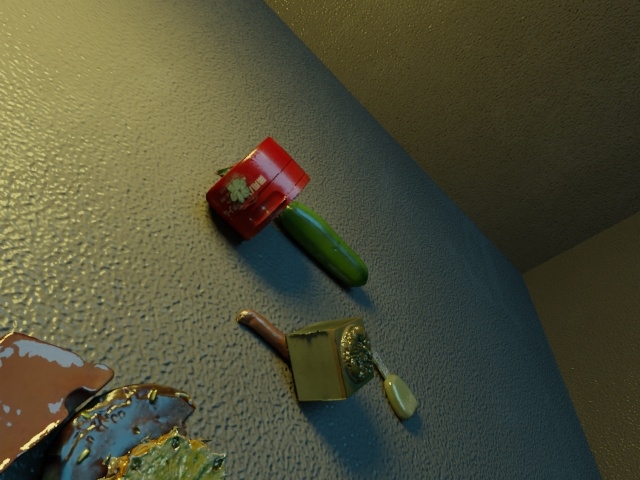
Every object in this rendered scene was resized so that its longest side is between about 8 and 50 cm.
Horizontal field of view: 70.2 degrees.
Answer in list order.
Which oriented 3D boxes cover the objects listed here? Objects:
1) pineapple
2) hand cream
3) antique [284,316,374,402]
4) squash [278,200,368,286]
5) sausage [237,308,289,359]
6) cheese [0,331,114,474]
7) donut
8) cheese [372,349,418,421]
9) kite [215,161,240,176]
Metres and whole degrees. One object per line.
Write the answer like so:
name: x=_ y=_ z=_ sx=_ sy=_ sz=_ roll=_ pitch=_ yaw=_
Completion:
pineapple: x=-0.183 y=0.330 z=0.525 sx=0.221 sy=0.047 sz=0.221 roll=24 pitch=53 yaw=-37
hand cream: x=-0.149 y=-0.125 z=1.085 sx=0.149 sy=0.230 sz=0.230 roll=47 pitch=29 yaw=-10
antique: x=0.027 y=0.249 z=0.975 sx=0.152 sy=0.147 sz=0.147 roll=-6 pitch=85 yaw=-61
squash: x=0.000 y=0.000 z=1.296 sx=0.378 sy=0.101 sz=0.101 roll=42 pitch=31 yaw=-18
sausage: x=-0.112 y=0.198 z=0.977 sx=0.158 sy=0.036 sz=0.042 roll=42 pitch=23 yaw=-18
cheese: x=-0.384 y=0.167 z=0.516 sx=0.177 sy=0.128 sz=0.203 roll=51 pitch=30 yaw=-5
donut: x=-0.248 y=0.308 z=0.581 sx=0.216 sy=0.096 sz=0.230 roll=-13 pitch=78 yaw=-50
cheese: x=0.191 y=0.380 z=1.219 sx=0.192 sy=0.037 sz=0.097 roll=58 pitch=28 yaw=7
kite: x=-0.197 y=-0.163 z=1.272 sx=0.241 sy=0.014 sz=0.183 roll=22 pitch=44 yaw=-43
